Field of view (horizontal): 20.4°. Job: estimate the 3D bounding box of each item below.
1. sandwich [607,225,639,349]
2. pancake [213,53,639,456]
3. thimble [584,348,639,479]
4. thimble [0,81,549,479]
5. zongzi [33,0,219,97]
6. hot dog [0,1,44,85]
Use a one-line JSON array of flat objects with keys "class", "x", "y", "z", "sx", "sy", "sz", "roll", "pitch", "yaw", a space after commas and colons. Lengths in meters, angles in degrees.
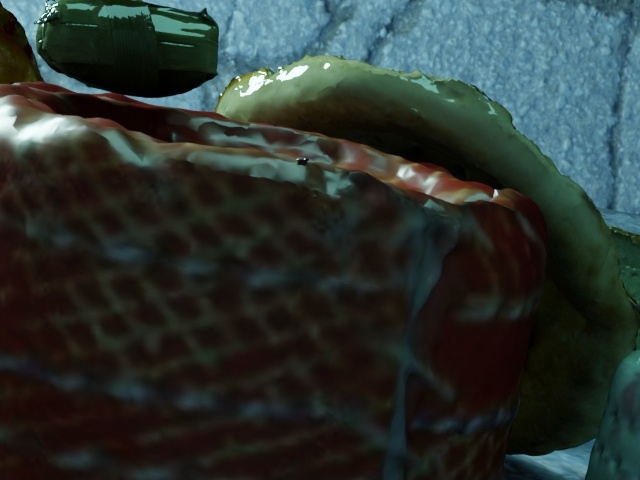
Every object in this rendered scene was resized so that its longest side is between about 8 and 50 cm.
[{"class": "sandwich", "x": 0.244, "y": 0.059, "z": 1.508, "sx": 0.214, "sy": 0.186, "sz": 0.065, "roll": 15, "pitch": -5, "yaw": -1}, {"class": "pancake", "x": 0.064, "y": 0.019, "z": 1.219, "sx": 0.356, "sy": 0.356, "sz": 0.065, "roll": 16, "pitch": 48, "yaw": 26}, {"class": "thimble", "x": 0.242, "y": 0.151, "z": 1.006, "sx": 0.185, "sy": 0.149, "sz": 0.211, "roll": 15, "pitch": 9, "yaw": 9}, {"class": "thimble", "x": -0.057, "y": 0.047, "z": 1.003, "sx": 0.350, "sy": 0.231, "sz": 0.350, "roll": 10, "pitch": 8, "yaw": -1}, {"class": "zongzi", "x": -0.126, "y": -0.112, "z": 1.064, "sx": 0.109, "sy": 0.055, "sz": 0.119, "roll": 7, "pitch": -5, "yaw": -20}, {"class": "hot dog", "x": -0.455, "y": -0.198, "z": 1.877, "sx": 0.405, "sy": 0.223, "sz": 0.185, "roll": 25, "pitch": -3, "yaw": -42}]
